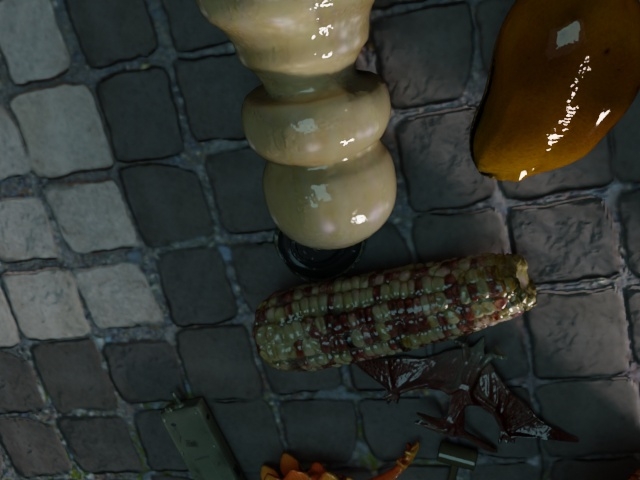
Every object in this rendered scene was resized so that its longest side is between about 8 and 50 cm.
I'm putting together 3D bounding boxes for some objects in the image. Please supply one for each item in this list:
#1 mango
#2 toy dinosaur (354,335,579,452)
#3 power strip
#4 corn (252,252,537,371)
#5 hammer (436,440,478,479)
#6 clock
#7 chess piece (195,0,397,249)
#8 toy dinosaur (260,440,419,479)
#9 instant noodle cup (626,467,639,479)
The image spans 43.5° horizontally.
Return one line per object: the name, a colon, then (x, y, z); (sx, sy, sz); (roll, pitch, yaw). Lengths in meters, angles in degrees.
mango: (0.166, -0.114, 0.565); (0.105, 0.084, 0.159); (14, 137, -8)
toy dinosaur: (0.127, 0.134, 0.706); (0.220, 0.032, 0.108); (20, 113, 4)
power strip: (-0.119, 0.208, 0.810); (0.051, 0.019, 0.136); (-18, 106, 23)
corn: (0.057, 0.056, 0.669); (0.237, 0.079, 0.079); (-16, 107, 18)
hammer: (0.120, 0.237, 0.761); (0.035, 0.019, 0.110); (14, 120, 9)
clock: (0.000, 0.000, 0.694); (0.083, 0.010, 0.074); (-31, 101, 25)
chess piece: (-0.005, -0.115, 0.587); (0.143, 0.143, 0.261); (-4, 115, 17)
toy dinosaur: (-0.026, 0.273, 0.784); (0.117, 0.070, 0.288); (41, 106, 14)
instant noodle cup: (0.253, 0.337, 0.649); (0.250, 0.250, 0.192); (43, 124, -5)
